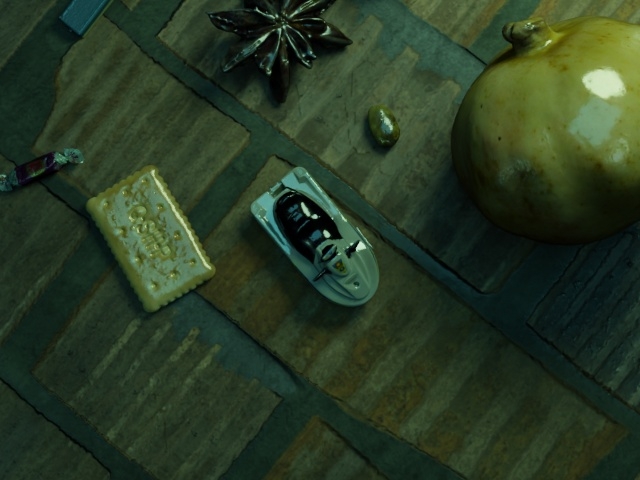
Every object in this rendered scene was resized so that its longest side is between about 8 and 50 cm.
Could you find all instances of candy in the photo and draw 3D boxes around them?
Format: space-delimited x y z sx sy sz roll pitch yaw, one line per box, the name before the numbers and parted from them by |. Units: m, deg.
candy | -0.533 -0.135 1.698 0.175 0.043 0.045 -23 76 2

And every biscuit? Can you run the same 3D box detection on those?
biscuit | -0.320 -0.004 1.685 0.160 0.030 0.250 -30 86 1

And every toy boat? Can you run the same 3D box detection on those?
toy boat | -0.003 -0.003 1.621 0.141 0.141 0.269 -40 72 1

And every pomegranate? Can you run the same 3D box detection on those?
pomegranate | 0.409 -0.192 1.472 0.411 0.411 0.412 0 87 3

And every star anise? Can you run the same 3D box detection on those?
star anise | -0.074 -0.391 1.650 0.282 0.129 0.212 -41 92 -8

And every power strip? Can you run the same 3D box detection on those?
power strip | -0.442 -0.449 1.713 0.056 0.032 0.123 38 90 5

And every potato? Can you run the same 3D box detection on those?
potato | 0.117 -0.213 1.666 0.051 0.040 0.083 -25 87 -3
